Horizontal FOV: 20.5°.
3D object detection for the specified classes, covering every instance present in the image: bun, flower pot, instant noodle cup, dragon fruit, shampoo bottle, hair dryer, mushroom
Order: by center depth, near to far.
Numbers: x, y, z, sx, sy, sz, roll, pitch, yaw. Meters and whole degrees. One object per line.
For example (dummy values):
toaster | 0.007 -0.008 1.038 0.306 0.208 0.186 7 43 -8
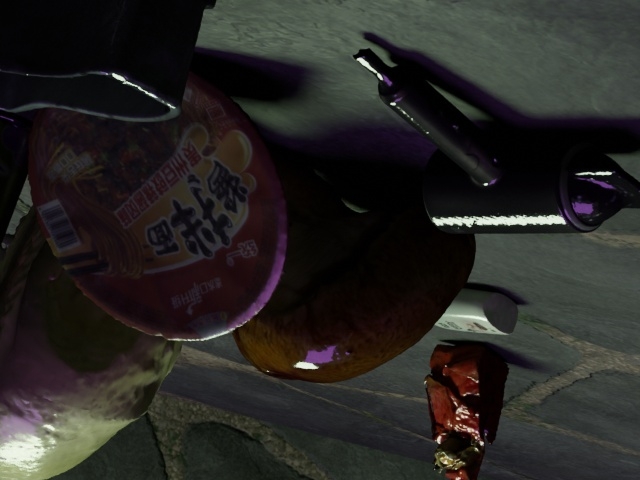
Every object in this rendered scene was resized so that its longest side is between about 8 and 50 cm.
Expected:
flower pot | -0.187 -0.156 1.320 0.229 0.108 0.103 7 165 38
hair dryer | 0.124 -0.081 1.373 0.196 0.078 0.248 0 154 46
instant noodle cup | -0.126 -0.049 1.563 0.274 0.274 0.091 10 -154 26
mushroom | 0.022 0.022 1.678 0.267 0.267 0.254 9 132 28
bun | -0.249 0.087 1.851 0.202 0.364 0.364 25 165 -18
shampoo bottle | 0.149 0.078 2.053 0.152 0.045 0.077 7 165 39
dragon fruit | 0.187 0.235 2.364 0.092 0.192 0.122 2 177 25

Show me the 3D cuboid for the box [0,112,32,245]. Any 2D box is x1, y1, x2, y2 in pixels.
box | -0.405 0.023 1.813 0.134 0.345 0.097 23 161 -13
